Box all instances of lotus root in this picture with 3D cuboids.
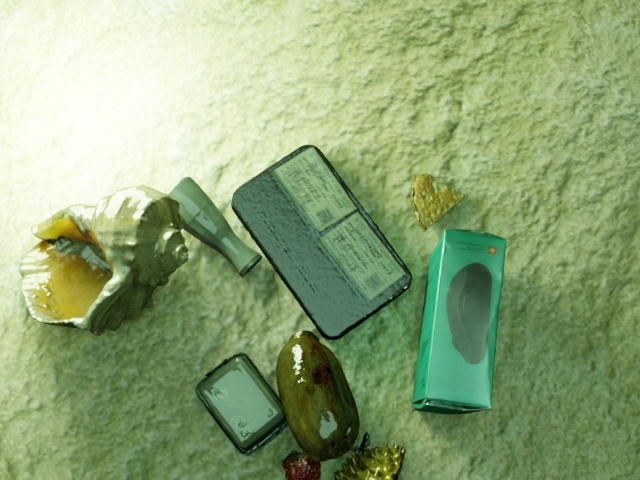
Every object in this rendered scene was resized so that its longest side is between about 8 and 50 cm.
[{"bbox_3d":[-0.009,0.278,1.504,0.123,0.124,0.241,-32,52,12],"label":"lotus root"}]

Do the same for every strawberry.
[{"bbox_3d":[-0.030,0.421,1.520,0.073,0.073,0.083,-13,93,-4],"label":"strawberry"}]

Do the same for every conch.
[{"bbox_3d":[-0.384,0.050,1.537,0.352,0.210,0.297,-5,52,42],"label":"conch"}]

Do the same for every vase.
[{"bbox_3d":[-0.206,-0.022,1.615,0.214,0.086,0.086,43,79,3],"label":"vase"}]

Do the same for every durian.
[{"bbox_3d":[0.065,0.454,1.457,0.138,0.183,0.250,20,77,24],"label":"durian"}]

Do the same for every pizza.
[{"bbox_3d":[0.231,-0.076,1.663,0.108,0.026,0.123,-3,74,-5],"label":"pizza"}]

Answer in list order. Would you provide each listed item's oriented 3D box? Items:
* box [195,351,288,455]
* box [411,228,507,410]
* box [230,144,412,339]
[{"bbox_3d":[-0.142,0.295,1.532,0.124,0.093,0.172,-39,81,-9],"label":"box"},{"bbox_3d":[0.247,0.154,1.519,0.118,0.205,0.312,8,76,3],"label":"box"},{"bbox_3d":[0.000,0.000,1.625,0.211,0.058,0.350,-33,80,-10],"label":"box"}]
